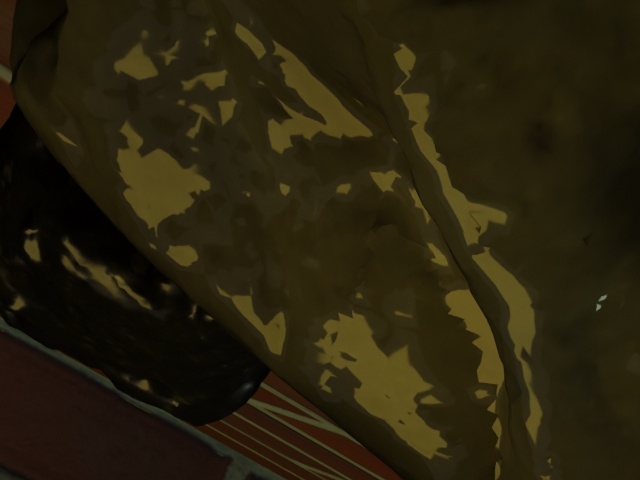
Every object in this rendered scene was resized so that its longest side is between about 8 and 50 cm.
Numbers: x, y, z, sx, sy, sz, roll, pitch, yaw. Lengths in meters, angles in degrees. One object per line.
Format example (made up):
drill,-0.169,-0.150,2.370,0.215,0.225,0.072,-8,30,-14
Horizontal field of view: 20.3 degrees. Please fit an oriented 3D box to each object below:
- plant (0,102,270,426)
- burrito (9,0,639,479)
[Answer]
plant,-0.056,-0.013,0.626,0.129,0.132,0.194,31,165,-4
burrito,0.063,0.007,0.431,0.332,0.135,0.190,36,174,-25
